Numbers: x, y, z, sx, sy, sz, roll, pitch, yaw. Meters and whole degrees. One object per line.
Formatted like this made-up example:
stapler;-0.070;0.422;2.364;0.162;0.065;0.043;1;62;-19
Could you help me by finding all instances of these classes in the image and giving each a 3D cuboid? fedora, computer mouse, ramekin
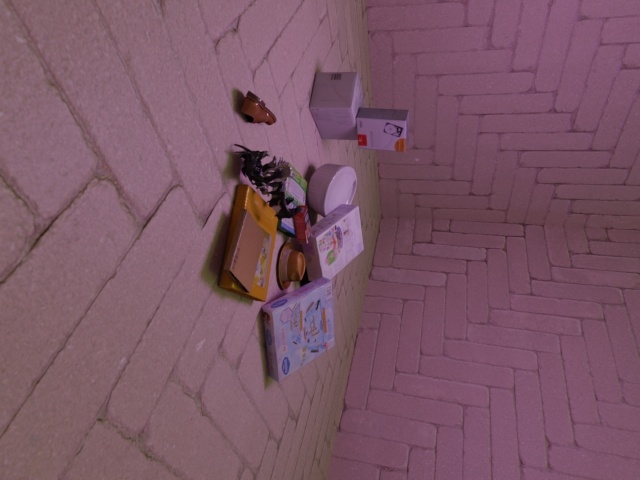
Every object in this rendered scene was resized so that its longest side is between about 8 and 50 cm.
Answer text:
fedora;-0.111;0.104;1.775;0.194;0.079;0.195;5;90;-74
computer mouse;-0.044;0.167;2.042;0.189;0.072;0.272;-68;156;-46
ramekin;0.046;-0.233;2.037;0.273;0.127;0.273;-39;142;-39

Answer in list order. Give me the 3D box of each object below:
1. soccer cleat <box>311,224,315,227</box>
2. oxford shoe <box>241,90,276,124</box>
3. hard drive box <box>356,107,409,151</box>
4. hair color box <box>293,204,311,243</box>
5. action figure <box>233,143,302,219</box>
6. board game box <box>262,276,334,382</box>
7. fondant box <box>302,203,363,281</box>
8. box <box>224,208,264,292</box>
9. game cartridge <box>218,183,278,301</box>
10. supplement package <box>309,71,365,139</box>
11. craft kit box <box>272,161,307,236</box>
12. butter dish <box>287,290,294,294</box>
soccer cleat;0.000;0.000;2.154;0.248;0.083;0.095;40;51;-68
oxford shoe;-0.202;-0.401;1.385;0.076;0.076;0.212;-56;168;5
hard drive box;0.294;-0.518;2.048;0.181;0.232;0.089;77;27;-50
hair color box;-0.071;-0.063;1.747;0.072;0.043;0.141;-67;157;-51
action figure;-0.154;-0.202;1.356;0.276;0.140;0.164;58;3;-40
board game box;-0.077;0.345;1.727;0.318;0.065;0.319;-22;119;-41
fondant box;0.061;0.010;1.971;0.330;0.096;0.238;-39;130;-42
box;-0.220;0.033;1.295;0.164;0.021;0.201;67;29;-58
game cartridge;-0.219;0.020;1.419;0.285;0.052;0.324;48;49;-69
supplement package;0.087;-0.632;2.073;0.263;0.199;0.198;56;42;-66
craft kit box;-0.122;-0.152;1.723;0.250;0.060;0.247;37;61;-72
butter dish;-0.094;0.267;1.831;0.160;0.118;0.160;-13;114;-30
